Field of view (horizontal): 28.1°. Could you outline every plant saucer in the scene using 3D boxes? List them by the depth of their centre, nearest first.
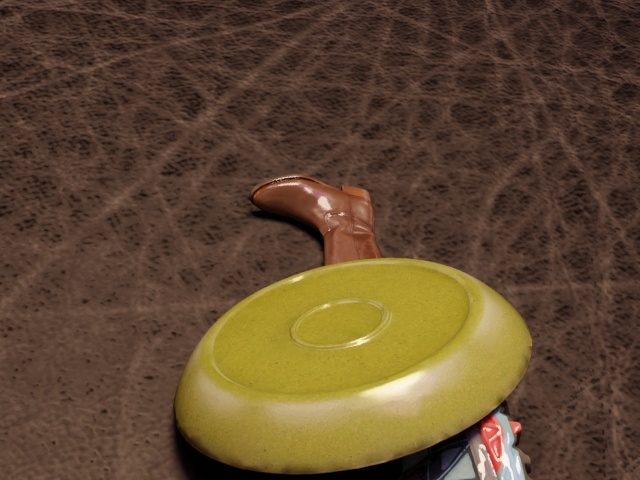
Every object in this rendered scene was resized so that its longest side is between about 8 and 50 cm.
[{"bbox_3d":[0.016,0.068,0.838,0.240,0.037,0.241,-11,24,5],"label":"plant saucer"}]

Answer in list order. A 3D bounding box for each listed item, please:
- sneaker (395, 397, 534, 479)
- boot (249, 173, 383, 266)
[{"bbox_3d":[0.064,0.178,0.749,0.125,0.104,0.262,0,40,-12],"label":"sneaker"},{"bbox_3d":[0.000,0.000,1.005,0.106,0.037,0.114,2,45,-10],"label":"boot"}]
